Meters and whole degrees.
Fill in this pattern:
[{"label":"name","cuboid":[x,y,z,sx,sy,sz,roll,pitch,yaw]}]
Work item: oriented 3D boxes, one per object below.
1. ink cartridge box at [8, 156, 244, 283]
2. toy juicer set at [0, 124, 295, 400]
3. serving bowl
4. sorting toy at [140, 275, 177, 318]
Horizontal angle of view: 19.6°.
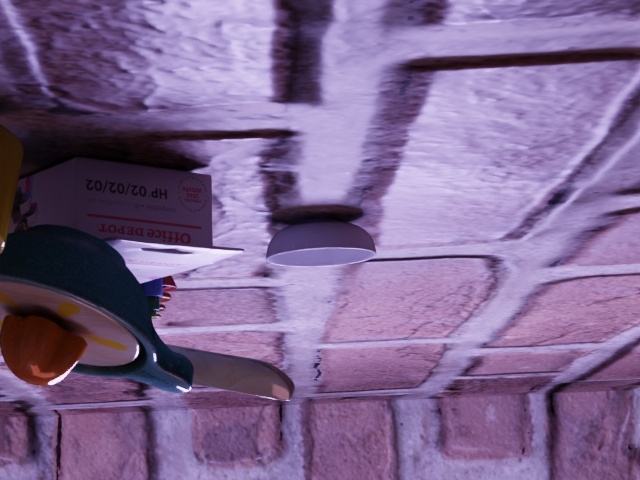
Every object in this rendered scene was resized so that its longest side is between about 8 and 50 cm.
[{"label":"ink cartridge box","cuboid":[-0.140,-0.010,1.201,0.104,0.061,0.181,6,167,-38]},{"label":"toy juicer set","cuboid":[-0.189,0.045,1.126,0.209,0.089,0.329,-2,150,35]},{"label":"serving bowl","cuboid":[0.000,0.000,1.396,0.083,0.027,0.083,-2,171,0]},{"label":"sorting toy","cuboid":[-0.159,0.047,1.579,0.061,0.042,0.102,-10,167,37]}]
